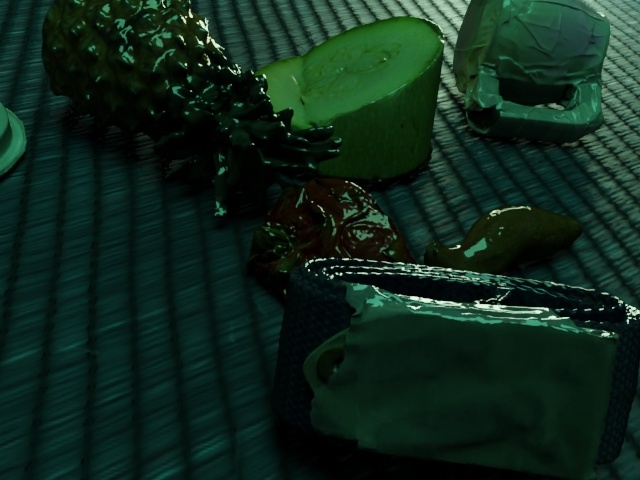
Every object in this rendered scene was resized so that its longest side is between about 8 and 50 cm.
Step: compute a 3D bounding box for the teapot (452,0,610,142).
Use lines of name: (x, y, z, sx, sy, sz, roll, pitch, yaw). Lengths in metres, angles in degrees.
teapot: (0.268, -0.229, 0.986, 0.178, 0.163, 0.221, 14, 34, -5)

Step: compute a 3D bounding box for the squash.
squash: (0.020, -0.156, 0.863, 0.220, 0.133, 0.220, 1, 37, -1)

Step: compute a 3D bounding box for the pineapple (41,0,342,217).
pineapple: (-0.123, -0.137, 0.790, 0.340, 0.169, 0.169, 36, 42, 22)

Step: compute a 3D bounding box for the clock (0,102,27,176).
clock: (-0.401, -0.107, 0.757, 0.236, 0.053, 0.236, 7, 34, -5)

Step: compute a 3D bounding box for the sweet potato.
sweet potato: (0.166, 0.000, 0.723, 0.202, 0.055, 0.058, -16, 42, -33)

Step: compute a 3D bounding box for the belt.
belt: (0.086, 0.087, 0.523, 0.230, 0.126, 0.139, 8, 11, 0)

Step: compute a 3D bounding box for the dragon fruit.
dragon fruit: (0.000, 0.000, 0.668, 0.106, 0.083, 0.162, -25, 49, -36)
